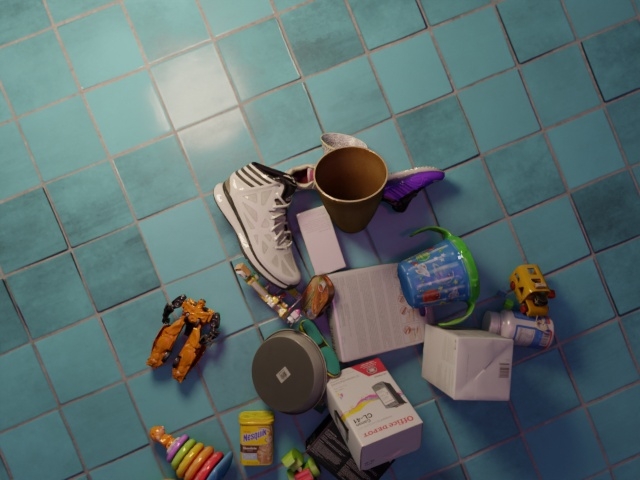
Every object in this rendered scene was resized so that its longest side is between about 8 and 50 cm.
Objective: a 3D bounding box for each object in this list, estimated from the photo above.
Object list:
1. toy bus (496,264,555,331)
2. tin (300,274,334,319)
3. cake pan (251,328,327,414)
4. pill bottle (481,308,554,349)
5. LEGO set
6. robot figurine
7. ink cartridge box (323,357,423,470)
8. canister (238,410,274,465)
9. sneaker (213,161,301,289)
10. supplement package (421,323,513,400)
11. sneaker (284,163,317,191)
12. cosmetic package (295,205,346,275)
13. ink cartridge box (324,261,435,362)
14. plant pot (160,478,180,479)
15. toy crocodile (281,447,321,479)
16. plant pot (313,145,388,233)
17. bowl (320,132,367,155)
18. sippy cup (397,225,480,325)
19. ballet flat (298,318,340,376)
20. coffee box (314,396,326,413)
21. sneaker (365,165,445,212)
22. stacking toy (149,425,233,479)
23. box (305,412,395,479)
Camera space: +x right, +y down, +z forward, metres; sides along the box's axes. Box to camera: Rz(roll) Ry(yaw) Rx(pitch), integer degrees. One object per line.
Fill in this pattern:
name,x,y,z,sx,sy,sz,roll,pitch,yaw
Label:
toy bus,0.746,0.179,1.808,0.202,0.104,0.191,33,52,18
tin,-0.012,0.195,1.793,0.040,0.190,0.106,-13,57,-39
cake pan,-0.118,0.453,1.770,0.293,0.054,0.294,-2,86,27
pill bottle,0.697,0.311,1.839,0.221,0.124,0.125,10,90,-2
LEGO set,-0.165,0.166,1.808,0.287,0.132,0.107,44,80,5
robot figurine,-0.476,0.332,1.808,0.211,0.085,0.291,29,89,-2
ink cartridge box,0.164,0.559,1.701,0.226,0.306,0.131,-14,124,-18
canister,-0.224,0.698,1.825,0.126,0.073,0.170,-1,91,-2
sneaker,-0.153,-0.063,1.737,0.257,0.169,0.448,-34,90,27
supplement package,0.488,0.402,1.748,0.197,0.262,0.200,4,90,-11
sneaker,-0.012,-0.218,1.815,0.252,0.111,0.103,-7,90,-3
cosmetic package,0.000,0.000,1.831,0.117,0.085,0.231,-17,92,-2
ink cartridge box,0.212,0.241,1.857,0.384,0.091,0.309,-9,90,-19
plant pot,-0.540,0.985,1.737,0.254,0.254,0.239,38,103,-2
toy crocodile,-0.030,0.885,1.816,0.115,0.105,0.341,-26,91,-2
plant pot,0.103,-0.145,1.737,0.236,0.254,0.237,-2,56,3
bowl,0.074,-0.308,1.813,0.170,0.170,0.080,12,120,-2
sippy cup,0.390,0.124,1.767,0.223,0.240,0.306,-16,47,-5
ballet flat,-0.009,0.383,1.805,0.077,0.077,0.231,-14,60,-38
coffee box,-0.038,0.521,1.848,0.184,0.040,0.113,34,88,-2
sneaker,0.300,-0.174,1.838,0.293,0.102,0.146,-10,90,5
stacking toy,-0.470,0.744,1.789,0.301,0.165,0.175,33,100,9
box,0.103,0.741,1.824,0.261,0.103,0.184,42,91,-1
